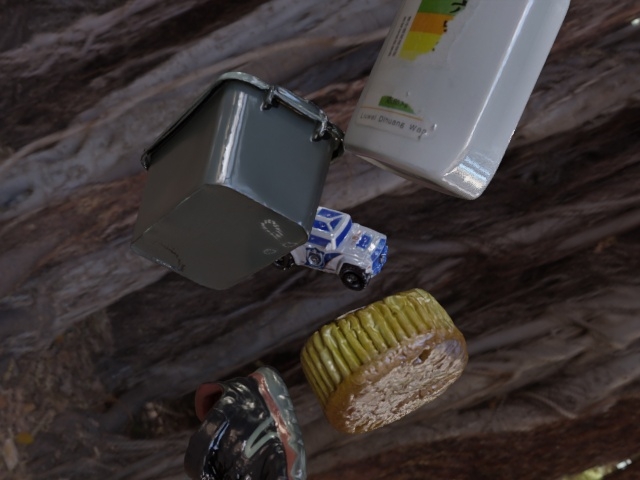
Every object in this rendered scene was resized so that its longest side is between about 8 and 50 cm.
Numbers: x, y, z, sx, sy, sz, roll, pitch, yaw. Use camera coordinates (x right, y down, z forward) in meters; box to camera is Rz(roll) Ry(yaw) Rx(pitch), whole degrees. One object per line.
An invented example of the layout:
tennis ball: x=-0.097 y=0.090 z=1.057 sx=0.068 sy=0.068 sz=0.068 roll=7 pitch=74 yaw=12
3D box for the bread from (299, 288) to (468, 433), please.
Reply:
bread: x=0.103 y=0.195 z=1.216 sx=0.227 sy=0.254 sz=0.142 roll=78 pitch=-11 yaw=-49

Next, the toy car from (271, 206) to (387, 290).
toy car: x=0.000 y=0.000 z=0.971 sx=0.080 sy=0.171 sz=0.070 roll=-54 pitch=153 yaw=-47

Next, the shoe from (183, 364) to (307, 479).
shoe: x=-0.095 y=0.261 z=0.920 sx=0.291 sy=0.137 sz=0.114 roll=-113 pitch=-151 yaw=-56

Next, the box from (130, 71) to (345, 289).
box: x=-0.100 y=-0.051 z=0.825 sx=0.163 sy=0.243 sz=0.135 roll=28 pitch=55 yaw=-28

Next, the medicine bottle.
medicine bottle: x=0.141 y=-0.198 z=0.731 sx=0.111 sy=0.296 sz=0.161 roll=22 pitch=4 yaw=-44
